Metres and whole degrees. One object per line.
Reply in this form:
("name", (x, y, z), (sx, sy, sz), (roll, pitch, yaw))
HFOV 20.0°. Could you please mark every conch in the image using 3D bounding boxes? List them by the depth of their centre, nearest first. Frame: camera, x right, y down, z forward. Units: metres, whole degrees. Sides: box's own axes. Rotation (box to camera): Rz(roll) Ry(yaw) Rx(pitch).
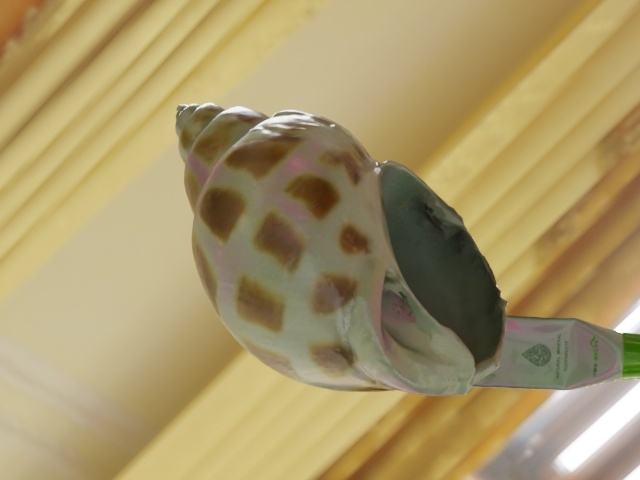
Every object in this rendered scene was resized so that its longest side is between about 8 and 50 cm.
("conch", (0.000, 0.001, 1.659), (0.249, 0.197, 0.368), (-18, -101, -39))

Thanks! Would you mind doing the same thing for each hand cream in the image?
("hand cream", (0.235, 0.124, 2.030), (0.050, 0.275, 0.079), (90, -178, -64))
